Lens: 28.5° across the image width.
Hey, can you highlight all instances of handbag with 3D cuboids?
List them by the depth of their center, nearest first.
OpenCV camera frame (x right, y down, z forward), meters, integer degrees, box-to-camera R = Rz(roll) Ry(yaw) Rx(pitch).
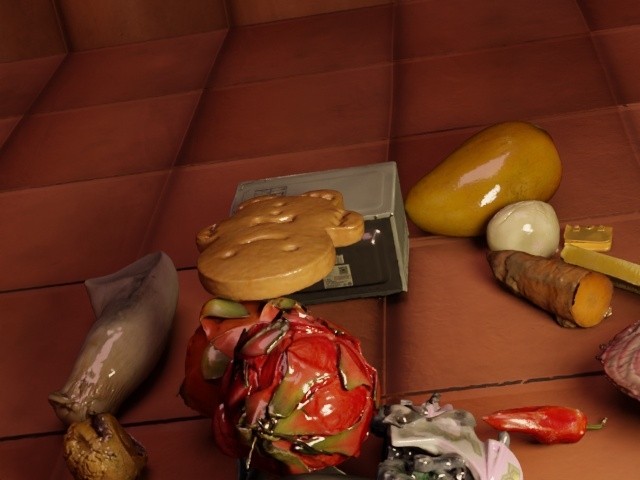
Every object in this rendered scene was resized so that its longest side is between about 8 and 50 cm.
[{"bbox_3d":[0.470,-0.004,2.210,0.083,0.027,0.061,0,29,16],"label":"handbag"}]

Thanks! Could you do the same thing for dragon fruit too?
[{"bbox_3d":[-0.046,0.216,1.617,0.233,0.234,0.293,3,20,26],"label":"dragon fruit"},{"bbox_3d":[-0.088,0.180,1.865,0.227,0.224,0.224,-12,26,15],"label":"dragon fruit"}]

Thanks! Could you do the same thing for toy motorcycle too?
[{"bbox_3d":[0.160,0.283,1.658,0.188,0.143,0.327,5,10,-1],"label":"toy motorcycle"}]

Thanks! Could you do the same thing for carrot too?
[{"bbox_3d":[0.357,0.061,2.056,0.102,0.102,0.263,-26,29,-26],"label":"carrot"}]

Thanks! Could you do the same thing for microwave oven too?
[{"bbox_3d":[0.000,0.000,2.211,0.295,0.181,0.237,-7,29,8],"label":"microwave oven"}]

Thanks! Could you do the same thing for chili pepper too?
[{"bbox_3d":[0.308,0.252,1.721,0.191,0.050,0.059,5,16,-17],"label":"chili pepper"}]

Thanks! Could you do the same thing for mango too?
[{"bbox_3d":[0.305,-0.105,2.318,0.317,0.173,0.211,-29,31,-18],"label":"mango"}]

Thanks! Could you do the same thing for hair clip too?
[{"bbox_3d":[-0.126,0.366,1.707,0.070,0.039,0.229,2,31,21],"label":"hair clip"}]

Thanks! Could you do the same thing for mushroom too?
[{"bbox_3d":[-0.336,0.166,2.085,0.177,0.126,0.397,-17,26,11],"label":"mushroom"}]

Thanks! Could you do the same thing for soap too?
[{"bbox_3d":[0.500,0.062,2.002,0.252,0.092,0.037,22,84,46],"label":"soap"}]

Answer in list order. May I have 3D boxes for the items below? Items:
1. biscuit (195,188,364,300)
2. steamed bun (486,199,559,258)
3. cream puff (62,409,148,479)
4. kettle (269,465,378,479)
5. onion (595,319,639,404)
[{"bbox_3d":[-0.073,-0.003,1.962,0.275,0.052,0.355,-4,22,15],"label":"biscuit"},{"bbox_3d":[0.355,-0.011,2.171,0.129,0.113,0.091,-7,25,-8],"label":"steamed bun"},{"bbox_3d":[-0.313,0.309,1.807,0.104,0.119,0.133,-35,16,1],"label":"cream puff"},{"bbox_3d":[-0.007,0.405,1.423,0.324,0.228,0.321,7,53,48],"label":"kettle"},{"bbox_3d":[0.548,0.171,1.732,0.314,0.146,0.280,-26,15,-9],"label":"onion"}]
